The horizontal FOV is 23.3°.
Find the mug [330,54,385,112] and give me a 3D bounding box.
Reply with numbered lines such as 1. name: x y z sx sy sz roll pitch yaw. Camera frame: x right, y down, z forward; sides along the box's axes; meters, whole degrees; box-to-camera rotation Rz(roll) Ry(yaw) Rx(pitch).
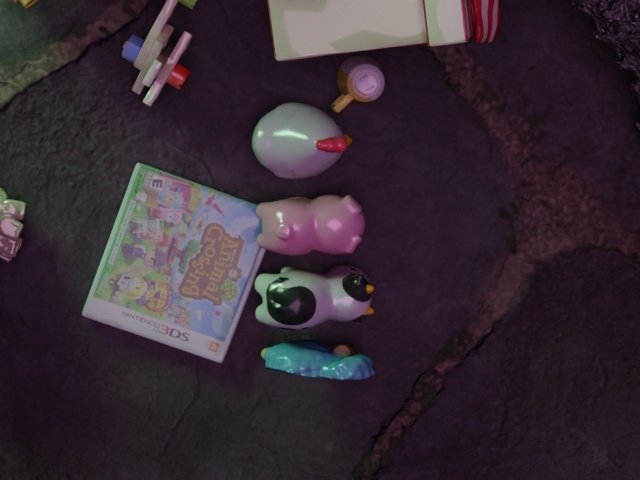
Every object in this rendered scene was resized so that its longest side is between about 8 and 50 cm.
1. mug: 0.052 -0.192 1.948 0.062 0.064 0.078 13 100 -8

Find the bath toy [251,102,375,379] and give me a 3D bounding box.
1. bath toy: 0.000 0.000 1.948 0.151 0.129 0.348 -14 105 -42

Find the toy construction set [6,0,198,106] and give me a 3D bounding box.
1. toy construction set: -0.269 -0.313 1.851 0.328 0.151 0.215 35 71 -18

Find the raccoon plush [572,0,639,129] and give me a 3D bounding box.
1. raccoon plush: 0.359 -0.233 1.871 0.446 0.216 0.299 -4 103 -23

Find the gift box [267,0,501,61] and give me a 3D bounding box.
1. gift box: 0.076 -0.350 1.832 0.258 0.276 0.255 -5 104 10

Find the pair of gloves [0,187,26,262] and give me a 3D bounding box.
1. pair of gloves: -0.486 0.023 1.948 0.204 0.042 0.240 16 93 -2

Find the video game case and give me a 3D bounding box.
1. video game case: -0.180 0.030 1.990 0.193 0.023 0.212 20 98 -9
